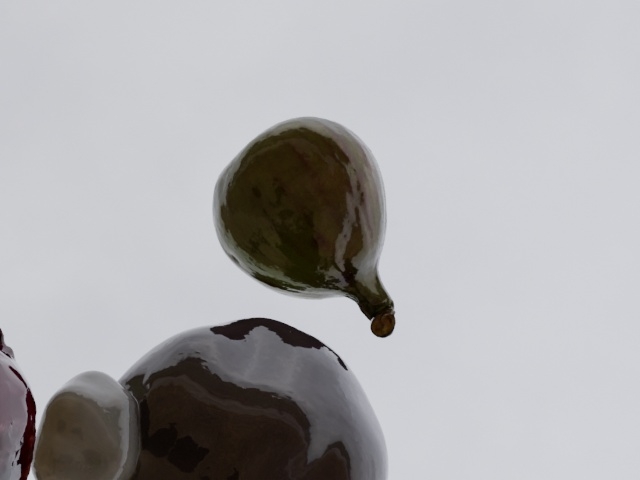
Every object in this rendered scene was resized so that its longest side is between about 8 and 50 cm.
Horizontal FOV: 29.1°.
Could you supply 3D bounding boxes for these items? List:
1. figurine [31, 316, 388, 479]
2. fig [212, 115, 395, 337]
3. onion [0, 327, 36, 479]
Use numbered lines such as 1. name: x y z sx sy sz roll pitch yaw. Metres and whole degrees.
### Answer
1. figurine: -0.058 0.202 0.907 0.206 0.365 0.218 34 -119 20
2. fig: 0.006 -0.013 1.003 0.186 0.148 0.142 44 -115 1
3. onion: -0.209 0.102 0.474 0.173 0.198 0.135 -2 -85 13
